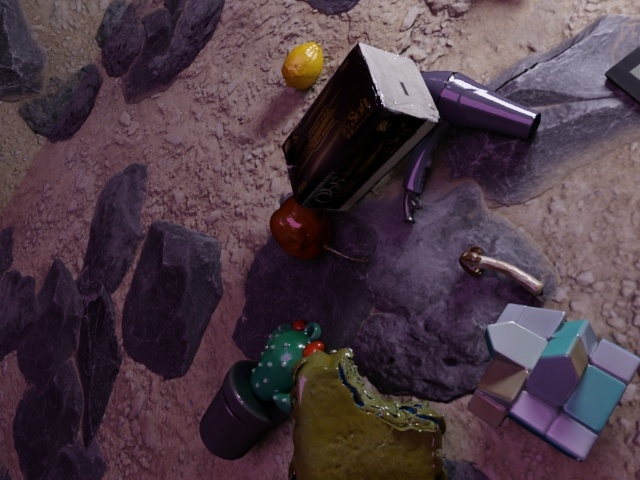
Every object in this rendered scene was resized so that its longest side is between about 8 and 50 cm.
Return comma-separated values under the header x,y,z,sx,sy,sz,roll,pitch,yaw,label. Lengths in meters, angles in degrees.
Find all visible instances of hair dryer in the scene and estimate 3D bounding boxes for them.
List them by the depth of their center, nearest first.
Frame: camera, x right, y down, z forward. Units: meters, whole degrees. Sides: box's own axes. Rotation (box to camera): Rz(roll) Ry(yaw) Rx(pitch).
x,y,z,sx,sy,sz,roll,pitch,yaw,label
0.291,-0.196,1.109,0.301,0.121,0.362,31,104,30,hair dryer

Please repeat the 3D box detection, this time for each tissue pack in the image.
x,y,z,sx,sy,sz,roll,pitch,yaw,label
0.086,-0.247,1.126,0.370,0.198,0.210,-44,49,44,tissue pack

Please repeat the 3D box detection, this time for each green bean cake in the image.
x,y,z,sx,sy,sz,roll,pitch,yaw,label
0.090,0.361,0.956,0.309,0.202,0.286,4,86,-3,green bean cake

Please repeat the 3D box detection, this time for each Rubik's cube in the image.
x,y,z,sx,sy,sz,roll,pitch,yaw,label
0.366,0.231,0.802,0.212,0.265,0.224,32,82,28,Rubik's cube

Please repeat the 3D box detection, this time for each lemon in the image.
x,y,z,sx,sy,sz,roll,pitch,yaw,label
-0.051,-0.523,1.436,0.155,0.114,0.114,-49,53,8,lemon

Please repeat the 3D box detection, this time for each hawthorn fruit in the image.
x,y,z,sx,sy,sz,roll,pitch,yaw,label
0.000,0.000,1.235,0.285,0.165,0.165,35,98,17,hawthorn fruit

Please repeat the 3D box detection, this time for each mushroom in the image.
x,y,z,sx,sy,sz,roll,pitch,yaw,label
0.370,0.065,0.977,0.187,0.061,0.060,26,86,35,mushroom

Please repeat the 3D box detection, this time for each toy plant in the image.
x,y,z,sx,sy,sz,roll,pitch,yaw,label
-0.130,0.345,1.168,0.185,0.279,0.400,37,109,-3,toy plant

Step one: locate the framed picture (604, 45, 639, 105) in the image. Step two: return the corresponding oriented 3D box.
x,y,z,sx,sy,sz,roll,pitch,yaw,label
0.737,-0.286,0.845,0.265,0.016,0.347,-41,56,19,framed picture
